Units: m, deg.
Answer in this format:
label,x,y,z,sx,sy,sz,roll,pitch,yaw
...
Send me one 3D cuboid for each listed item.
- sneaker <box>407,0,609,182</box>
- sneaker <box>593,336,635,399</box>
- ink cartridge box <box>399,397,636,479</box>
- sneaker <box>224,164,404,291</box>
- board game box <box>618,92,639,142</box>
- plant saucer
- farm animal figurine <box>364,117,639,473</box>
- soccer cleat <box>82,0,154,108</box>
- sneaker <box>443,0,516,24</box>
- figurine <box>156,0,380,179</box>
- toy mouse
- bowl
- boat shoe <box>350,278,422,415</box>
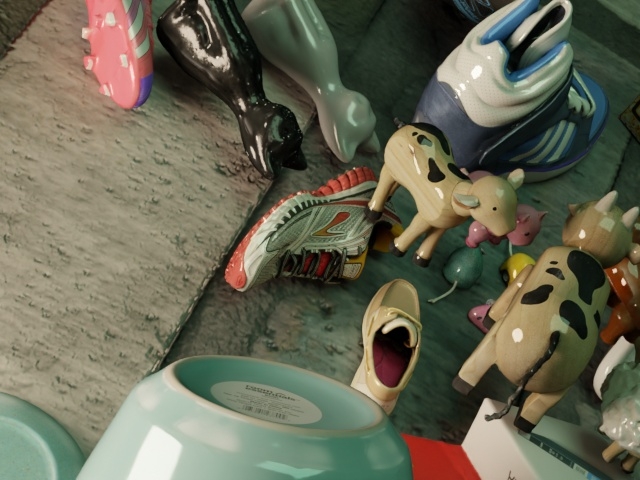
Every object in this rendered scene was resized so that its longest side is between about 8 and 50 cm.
label,x,y,z,sx,sy,sz,roll,pitch,yaw
sneaker,0.244,-0.173,1.872,0.323,0.236,0.130,-19,66,-38
sneaker,0.368,0.060,1.867,0.296,0.147,0.104,-42,125,-18
ink cartridge box,0.184,0.239,1.534,0.261,0.066,0.296,17,19,-23
sneaker,0.000,0.000,1.704,0.225,0.088,0.092,-27,72,-40
board game box,0.449,-0.152,2.001,0.045,0.193,0.146,-19,67,-40
plant saucer,-0.273,0.197,1.432,0.195,0.037,0.195,15,50,-18
farm animal figurine,0.208,0.024,1.631,0.330,0.172,0.326,21,41,-13
soccer cleat,-0.202,-0.239,1.788,0.095,0.083,0.248,1,53,-34
sneaker,0.186,-0.310,1.921,0.140,0.341,0.125,23,78,2
figurine,-0.039,-0.163,1.804,0.215,0.092,0.209,-15,71,-51
toy mouse,0.176,0.049,1.802,0.143,0.031,0.161,-2,57,-31
bowl,-0.050,0.194,1.362,0.312,0.163,0.311,13,11,-3
boat shoe,0.073,0.098,1.687,0.063,0.059,0.170,24,47,-11
